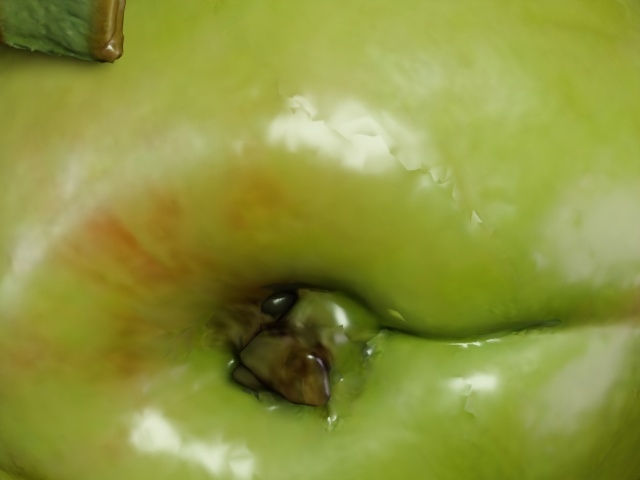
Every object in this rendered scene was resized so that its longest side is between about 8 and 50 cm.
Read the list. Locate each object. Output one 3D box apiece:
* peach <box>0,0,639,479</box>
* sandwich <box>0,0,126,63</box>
[{"bbox_3d":[-0.004,0.003,0.731,0.315,0.314,0.281,-137,-122,-76],"label":"peach"},{"bbox_3d":[-0.091,-0.167,0.546,0.187,0.117,0.144,91,14,-51],"label":"sandwich"}]
